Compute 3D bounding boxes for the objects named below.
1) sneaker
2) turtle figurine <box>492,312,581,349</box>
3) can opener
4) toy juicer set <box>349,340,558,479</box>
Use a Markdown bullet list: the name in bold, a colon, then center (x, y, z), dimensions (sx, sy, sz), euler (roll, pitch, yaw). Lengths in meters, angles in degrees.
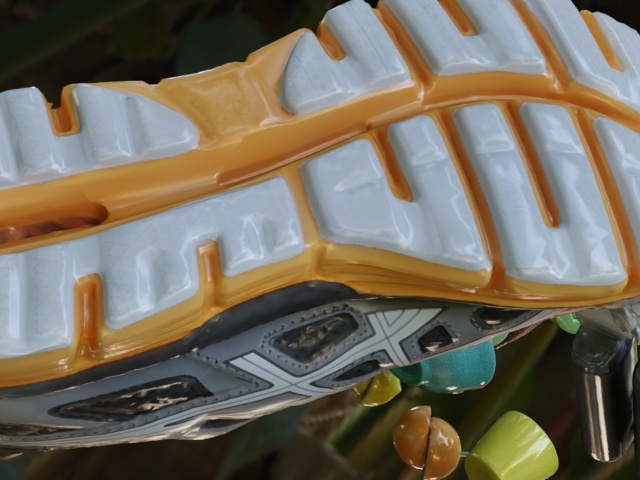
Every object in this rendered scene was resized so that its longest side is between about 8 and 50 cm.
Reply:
- **sneaker**: center (0.000, 0.000, 0.364), dimensions (0.083, 0.214, 0.084), euler (102, -24, -56)
- **turtle figurine**: center (0.172, -0.003, 1.583), dimensions (0.197, 0.275, 0.266), euler (26, 6, -16)
- **can opener**: center (0.186, 0.056, 0.880), dimensions (0.074, 0.093, 0.280), euler (26, -25, 24)
- **toy juicer set**: center (0.081, 0.081, 1.423), dimensions (0.209, 0.089, 0.329), euler (-7, -65, 60)
